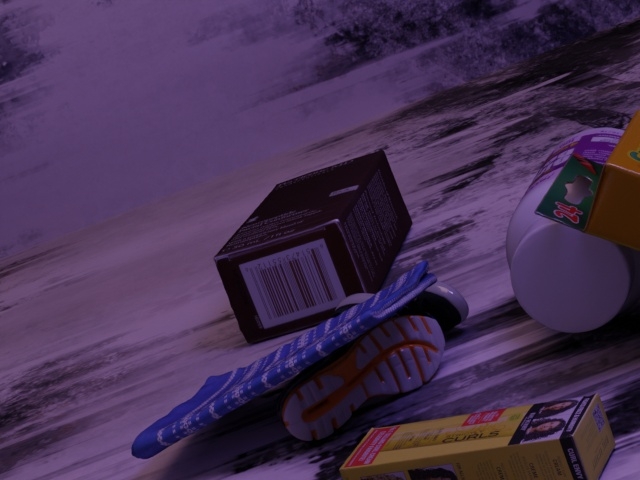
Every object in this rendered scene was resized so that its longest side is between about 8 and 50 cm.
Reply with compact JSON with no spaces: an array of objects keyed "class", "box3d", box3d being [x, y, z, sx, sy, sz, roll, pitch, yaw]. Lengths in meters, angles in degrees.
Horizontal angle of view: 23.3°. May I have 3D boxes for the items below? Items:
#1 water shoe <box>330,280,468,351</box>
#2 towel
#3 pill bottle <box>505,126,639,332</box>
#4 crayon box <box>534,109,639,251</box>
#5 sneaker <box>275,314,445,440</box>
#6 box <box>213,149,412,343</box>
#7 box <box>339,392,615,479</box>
[{"class":"water shoe","box3d":[0.091,0.104,1.852,0.203,0.073,0.080,-13,36,46]},{"class":"towel","box3d":[-0.041,0.130,1.726,0.336,0.040,0.243,-32,-1,23]},{"class":"pill bottle","box3d":[0.299,-0.010,1.724,0.169,0.169,0.301,-16,13,22]},{"class":"crayon box","box3d":[0.389,-0.037,1.526,0.318,0.081,0.202,19,26,12]},{"class":"sneaker","box3d":[0.040,0.143,1.704,0.215,0.084,0.083,-26,9,-19]},{"class":"box","box3d":[0.000,0.000,2.227,0.191,0.143,0.381,-17,12,16]},{"class":"box","box3d":[0.139,0.194,1.383,0.232,0.058,0.087,-13,16,31]}]
